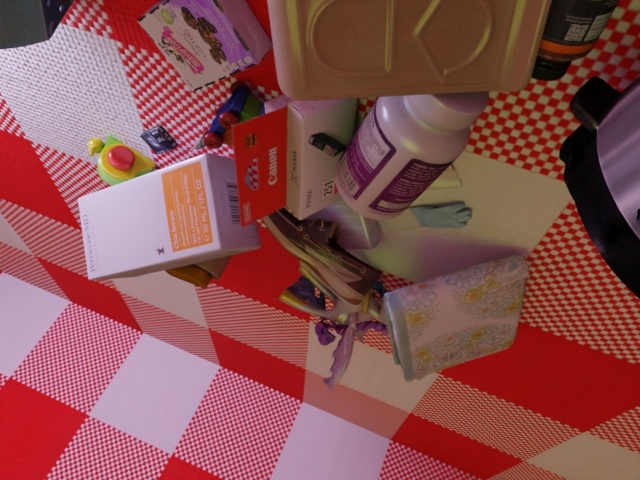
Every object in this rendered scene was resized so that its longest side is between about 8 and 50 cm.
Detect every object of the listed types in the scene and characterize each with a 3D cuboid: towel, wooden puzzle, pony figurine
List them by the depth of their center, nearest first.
[{"bbox_3d":[0.103,-0.335,0.590,0.347,0.080,0.322,1,135,6],"label":"wooden puzzle"},{"bbox_3d":[0.326,0.197,1.183,0.320,0.090,0.374,-19,139,-2],"label":"towel"},{"bbox_3d":[0.072,0.204,1.362,0.363,0.303,0.351,34,134,4],"label":"pony figurine"}]

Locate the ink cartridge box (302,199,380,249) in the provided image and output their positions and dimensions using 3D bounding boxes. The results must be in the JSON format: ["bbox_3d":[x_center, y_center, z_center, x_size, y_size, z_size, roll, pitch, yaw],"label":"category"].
[{"bbox_3d":[0.030,-0.086,1.182,0.189,0.066,0.232,1,118,34],"label":"ink cartridge box"}]

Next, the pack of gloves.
[{"bbox_3d":[0.202,-0.078,1.059,0.232,0.046,0.195,-5,135,39],"label":"pack of gloves"}]

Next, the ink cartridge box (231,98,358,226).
[{"bbox_3d":[-0.048,-0.146,0.954,0.060,0.239,0.275,46,151,28],"label":"ink cartridge box"}]

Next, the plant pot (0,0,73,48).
[{"bbox_3d":[-0.599,-0.499,0.869,0.252,0.248,0.247,16,149,-14],"label":"plant pot"}]

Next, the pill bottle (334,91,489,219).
[{"bbox_3d":[0.152,-0.174,0.849,0.169,0.169,0.301,30,147,-6],"label":"pill bottle"}]

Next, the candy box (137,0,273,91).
[{"bbox_3d":[-0.214,-0.386,0.899,0.196,0.070,0.165,-6,135,39],"label":"candy box"}]

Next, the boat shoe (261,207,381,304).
[{"bbox_3d":[0.000,0.000,1.167,0.342,0.123,0.123,43,-168,10],"label":"boat shoe"}]

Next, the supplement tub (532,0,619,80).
[{"bbox_3d":[0.318,-0.305,0.612,0.106,0.106,0.198,20,146,10],"label":"supplement tub"}]

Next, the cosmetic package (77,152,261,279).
[{"bbox_3d":[-0.393,-0.047,1.230,0.453,0.230,0.161,-13,175,27],"label":"cosmetic package"}]

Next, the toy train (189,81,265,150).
[{"bbox_3d":[-0.184,-0.229,1.081,0.143,0.105,0.248,26,150,-24],"label":"toy train"}]

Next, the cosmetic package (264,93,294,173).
[{"bbox_3d":[-0.054,-0.194,1.009,0.060,0.099,0.239,46,154,28],"label":"cosmetic package"}]

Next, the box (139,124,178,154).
[{"bbox_3d":[-0.422,-0.261,1.262,0.083,0.018,0.067,-4,137,38],"label":"box"}]

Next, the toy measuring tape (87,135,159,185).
[{"bbox_3d":[-0.509,-0.173,1.357,0.330,0.121,0.121,34,146,-11],"label":"toy measuring tape"}]

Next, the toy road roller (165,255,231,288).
[{"bbox_3d":[-0.393,0.034,1.496,0.329,0.203,0.241,17,158,24],"label":"toy road roller"}]

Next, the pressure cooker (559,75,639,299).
[{"bbox_3d":[0.522,-0.078,0.550,0.375,0.370,0.420,3,153,-18],"label":"pressure cooker"}]
